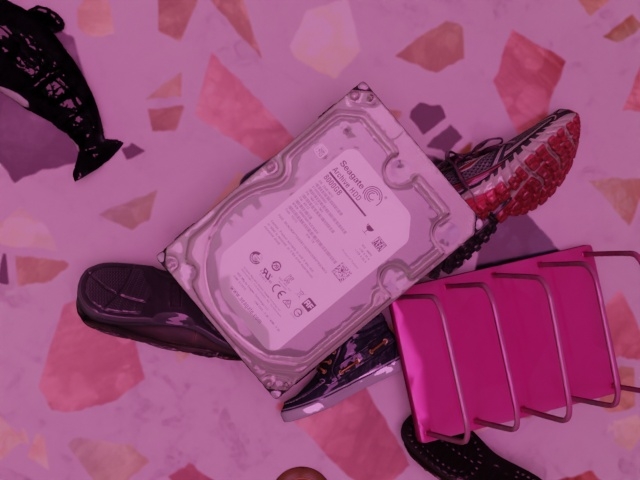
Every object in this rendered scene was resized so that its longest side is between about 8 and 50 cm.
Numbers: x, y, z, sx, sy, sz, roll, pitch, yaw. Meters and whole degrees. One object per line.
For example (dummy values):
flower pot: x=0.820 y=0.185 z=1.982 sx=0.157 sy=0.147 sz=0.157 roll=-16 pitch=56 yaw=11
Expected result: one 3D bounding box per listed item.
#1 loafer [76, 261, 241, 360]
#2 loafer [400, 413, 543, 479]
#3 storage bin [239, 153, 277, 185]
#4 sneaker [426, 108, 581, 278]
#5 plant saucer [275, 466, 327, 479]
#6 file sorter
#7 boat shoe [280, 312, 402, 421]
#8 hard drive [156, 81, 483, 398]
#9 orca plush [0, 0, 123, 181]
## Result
loafer: x=-0.167 y=0.097 z=1.953 sx=0.302 sy=0.095 sz=0.109 roll=11 pitch=61 yaw=-9
loafer: x=0.196 y=0.309 z=1.982 sx=0.220 sy=0.078 sz=0.080 roll=35 pitch=59 yaw=11
storage bin: x=-0.038 y=-0.044 z=1.945 sx=0.098 sy=0.091 sz=0.135 roll=-33 pitch=95 yaw=-3
sneaker: x=0.215 y=-0.083 z=1.959 sx=0.299 sy=0.121 sz=0.112 roll=-35 pitch=57 yaw=-12
plant saucer: x=-0.025 y=0.342 z=1.996 sx=0.083 sy=0.015 sz=0.083 roll=0 pitch=91 yaw=-5
file sorter: x=0.264 y=0.130 z=1.903 sx=0.290 sy=0.182 sz=0.202 roll=-12 pitch=91 yaw=-15
boat shoe: x=0.018 y=0.166 z=1.974 sx=0.183 sy=0.065 sz=0.083 roll=-26 pitch=91 yaw=-9
hard drive: x=0.000 y=0.000 z=1.859 sx=0.339 sy=0.064 sz=0.237 roll=-39 pitch=89 yaw=3
orca plush: x=-0.372 y=-0.204 z=1.906 sx=0.151 sy=0.102 sz=0.287 roll=-28 pitch=94 yaw=-3
